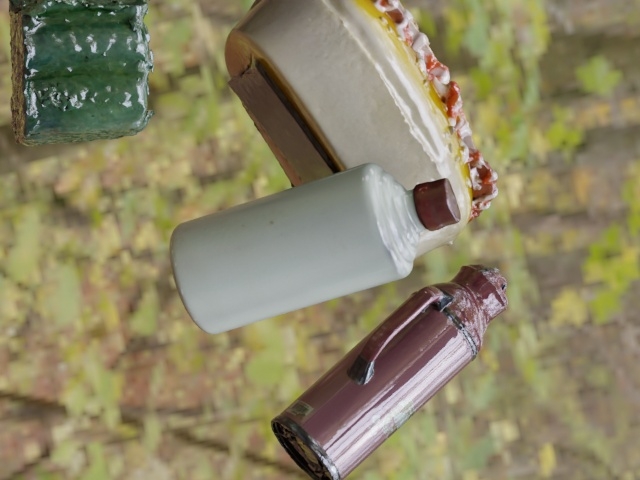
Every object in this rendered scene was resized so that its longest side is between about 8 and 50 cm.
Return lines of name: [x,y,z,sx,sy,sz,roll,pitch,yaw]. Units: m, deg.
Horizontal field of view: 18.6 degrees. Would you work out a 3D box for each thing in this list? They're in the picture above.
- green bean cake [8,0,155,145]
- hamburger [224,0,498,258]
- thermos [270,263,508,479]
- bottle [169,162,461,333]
green bean cake: [-0.171,-0.164,1.384,0.208,0.107,0.193,-160,-110,-83]
hamburger: [0.037,-0.117,1.806,0.295,0.151,0.227,56,-18,-20]
thermos: [0.091,0.135,2.307,0.109,0.330,0.136,19,-34,58]
bottle: [0.000,0.000,1.673,0.104,0.245,0.104,-18,90,-76]
